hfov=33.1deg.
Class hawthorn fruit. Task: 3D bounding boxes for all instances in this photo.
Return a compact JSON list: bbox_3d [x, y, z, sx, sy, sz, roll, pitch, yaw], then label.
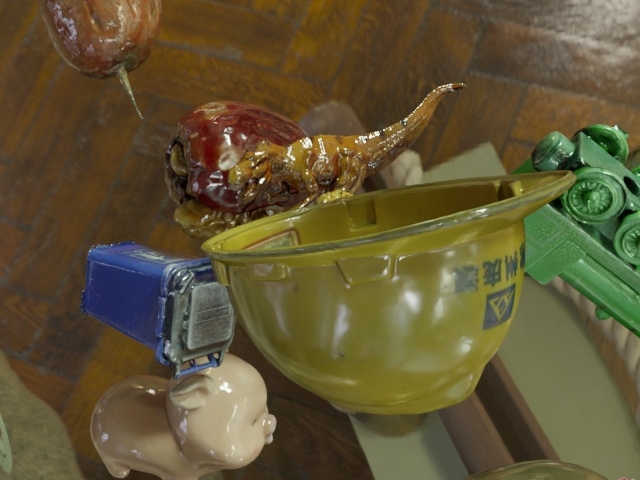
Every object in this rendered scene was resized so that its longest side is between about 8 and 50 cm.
[{"bbox_3d":[-0.251,-0.254,1.238,0.149,0.149,0.189,-16,55,7],"label":"hawthorn fruit"}]

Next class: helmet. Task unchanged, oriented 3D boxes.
[{"bbox_3d":[0.047,0.041,0.698,0.257,0.205,0.140,-2,103,45],"label":"helmet"}]

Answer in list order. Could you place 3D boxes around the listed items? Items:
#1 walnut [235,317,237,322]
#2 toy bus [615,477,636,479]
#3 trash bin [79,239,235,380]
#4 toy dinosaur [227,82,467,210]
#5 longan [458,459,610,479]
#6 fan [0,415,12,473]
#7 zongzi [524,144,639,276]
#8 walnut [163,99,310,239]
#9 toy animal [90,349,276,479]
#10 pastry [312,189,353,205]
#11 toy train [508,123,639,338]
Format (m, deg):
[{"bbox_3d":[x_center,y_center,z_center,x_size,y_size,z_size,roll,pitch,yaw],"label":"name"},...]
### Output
[{"bbox_3d":[-0.147,0.063,1.879,0.116,0.116,0.207,40,95,25],"label":"walnut"},{"bbox_3d":[0.332,0.447,1.512,0.302,0.128,0.147,-16,51,1],"label":"toy bus"},{"bbox_3d":[-0.256,0.097,1.697,0.234,0.162,0.184,16,105,34],"label":"trash bin"},{"bbox_3d":[0.042,-0.101,1.645,0.432,0.208,0.097,-21,32,-31],"label":"toy dinosaur"},{"bbox_3d":[0.187,0.380,1.063,0.288,0.288,0.350,34,73,25],"label":"longan"},{"bbox_3d":[-0.590,0.388,1.966,0.009,0.191,0.329,-19,40,-7],"label":"fan"},{"bbox_3d":[0.322,-0.064,1.243,0.247,0.241,0.111,0,27,-2],"label":"zongzi"},{"bbox_3d":[-0.118,-0.101,1.729,0.269,0.221,0.244,-3,72,-34],"label":"walnut"},{"bbox_3d":[-0.238,0.306,1.869,0.326,0.237,0.269,9,113,8],"label":"toy animal"},{"bbox_3d":[0.000,0.000,1.248,0.080,0.056,0.140,49,119,30],"label":"pastry"},{"bbox_3d":[0.232,0.020,0.766,0.251,0.119,0.085,36,38,-14],"label":"toy train"}]
